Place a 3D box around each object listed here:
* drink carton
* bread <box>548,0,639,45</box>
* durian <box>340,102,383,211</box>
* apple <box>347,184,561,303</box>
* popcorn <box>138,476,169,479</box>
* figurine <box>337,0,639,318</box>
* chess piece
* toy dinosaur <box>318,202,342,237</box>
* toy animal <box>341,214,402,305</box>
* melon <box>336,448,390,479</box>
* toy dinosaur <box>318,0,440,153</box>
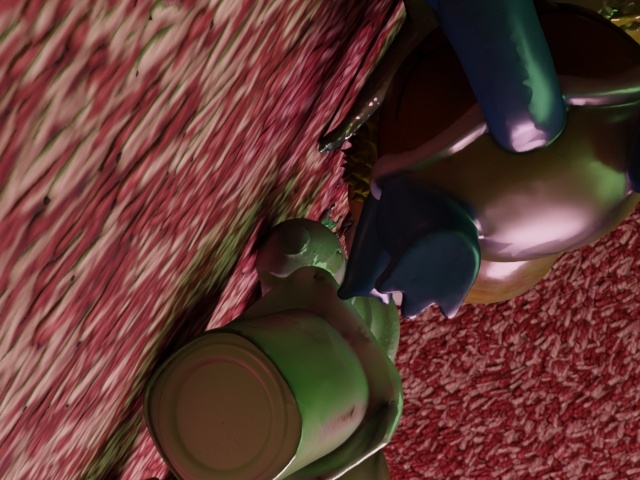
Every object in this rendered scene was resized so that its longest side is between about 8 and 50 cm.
[{"bbox_3d":[-0.039,0.113,0.883,0.146,0.144,0.142,-38,170,18],"label":"drink carton"},{"bbox_3d":[0.287,-0.261,1.354,0.376,0.251,0.208,86,13,-82],"label":"bread"},{"bbox_3d":[0.110,-0.090,1.122,0.198,0.159,0.146,-57,158,0],"label":"durian"},{"bbox_3d":[0.158,-0.067,1.316,0.257,0.234,0.257,-62,174,-11],"label":"apple"},{"bbox_3d":[-0.108,0.278,0.912,0.198,0.212,0.198,-27,179,0],"label":"popcorn"},{"bbox_3d":[0.120,-0.061,0.826,0.298,0.243,0.416,-26,161,6],"label":"figurine"},{"bbox_3d":[-0.009,0.046,1.056,0.139,0.139,0.272,-59,164,-14],"label":"chess piece"},{"bbox_3d":[0.000,0.000,1.340,0.083,0.021,0.062,-64,168,1],"label":"toy dinosaur"},{"bbox_3d":[0.109,-0.004,1.674,0.325,0.154,0.208,-50,180,-14],"label":"toy animal"},{"bbox_3d":[-0.038,0.277,1.370,0.223,0.223,0.317,-61,176,14],"label":"melon"},{"bbox_3d":[0.117,-0.216,0.996,0.363,0.076,0.147,-53,-178,-18],"label":"toy dinosaur"}]
